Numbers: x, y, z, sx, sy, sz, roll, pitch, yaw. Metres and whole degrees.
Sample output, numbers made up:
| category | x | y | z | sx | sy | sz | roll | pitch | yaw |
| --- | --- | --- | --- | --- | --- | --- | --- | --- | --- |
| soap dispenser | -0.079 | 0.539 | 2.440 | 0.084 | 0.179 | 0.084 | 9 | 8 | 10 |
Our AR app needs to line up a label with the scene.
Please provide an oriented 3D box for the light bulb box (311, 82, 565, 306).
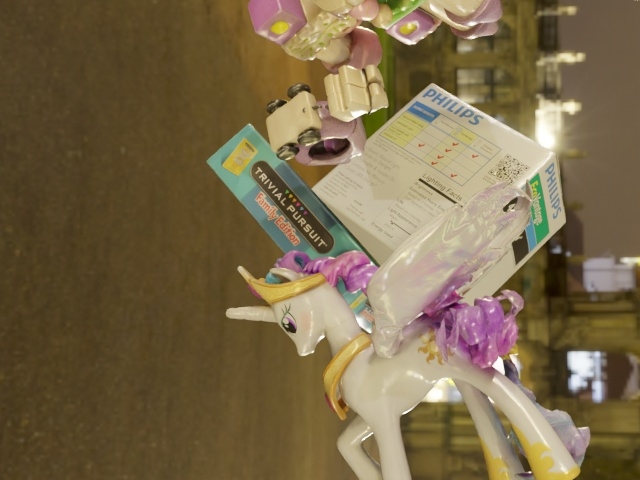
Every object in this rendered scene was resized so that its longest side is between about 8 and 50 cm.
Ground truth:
| category | x | y | z | sx | sy | sz | roll | pitch | yaw |
| --- | --- | --- | --- | --- | --- | --- | --- | --- | --- |
| light bulb box | 0.242 | -0.071 | 2.095 | 0.358 | 0.361 | 0.225 | 37 | -18 | 37 |

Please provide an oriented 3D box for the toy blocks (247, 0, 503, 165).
| category | x | y | z | sx | sy | sz | roll | pitch | yaw |
| --- | --- | --- | --- | --- | --- | --- | --- | --- | --- |
| toy blocks | 0.103 | -0.244 | 1.092 | 0.260 | 0.289 | 0.308 | 17 | 52 | -46 |

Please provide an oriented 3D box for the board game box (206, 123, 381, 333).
| category | x | y | z | sx | sy | sz | roll | pitch | yaw |
| --- | --- | --- | --- | --- | --- | --- | --- | --- | --- |
| board game box | 0.000 | 0.000 | 1.423 | 0.254 | 0.079 | 0.336 | 49 | 2 | 18 |

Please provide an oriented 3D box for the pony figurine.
| category | x | y | z | sx | sy | sz | roll | pitch | yaw |
| --- | --- | --- | --- | --- | --- | --- | --- | --- | --- |
| pony figurine | 0.112 | 0.109 | 1.068 | 0.363 | 0.351 | 0.303 | 60 | 13 | 12 |
